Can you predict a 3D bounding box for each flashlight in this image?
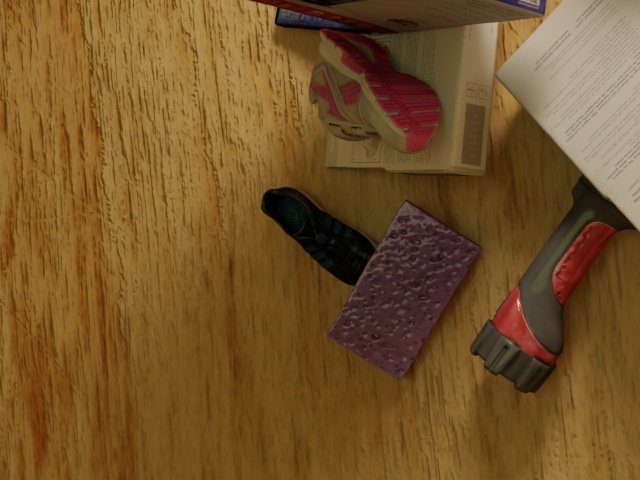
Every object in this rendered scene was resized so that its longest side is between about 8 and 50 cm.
[{"bbox_3d":[0.305,0.039,1.540,0.304,0.103,0.103,-54,32,11],"label":"flashlight"}]

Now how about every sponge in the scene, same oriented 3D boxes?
[{"bbox_3d":[0.108,0.065,1.661,0.117,0.031,0.210,31,102,5],"label":"sponge"}]

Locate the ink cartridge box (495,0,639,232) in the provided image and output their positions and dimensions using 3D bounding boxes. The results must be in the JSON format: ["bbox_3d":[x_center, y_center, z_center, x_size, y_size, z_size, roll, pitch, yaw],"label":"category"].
[{"bbox_3d":[0.401,-0.207,1.448,0.324,0.071,0.330,-47,48,16],"label":"ink cartridge box"}]

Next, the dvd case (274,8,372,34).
[{"bbox_3d":[0.025,-0.409,1.730,0.180,0.022,0.253,14,95,45],"label":"dvd case"}]

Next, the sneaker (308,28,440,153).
[{"bbox_3d":[0.063,-0.168,1.613,0.252,0.103,0.111,55,132,49],"label":"sneaker"}]

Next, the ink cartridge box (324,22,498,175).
[{"bbox_3d":[0.119,-0.234,1.671,0.261,0.066,0.296,6,90,54],"label":"ink cartridge box"}]

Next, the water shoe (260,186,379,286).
[{"bbox_3d":[0.000,0.000,1.715,0.203,0.080,0.073,36,105,25],"label":"water shoe"}]

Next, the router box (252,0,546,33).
[{"bbox_3d":[0.038,-0.317,1.454,0.301,0.335,0.082,6,89,54],"label":"router box"}]
